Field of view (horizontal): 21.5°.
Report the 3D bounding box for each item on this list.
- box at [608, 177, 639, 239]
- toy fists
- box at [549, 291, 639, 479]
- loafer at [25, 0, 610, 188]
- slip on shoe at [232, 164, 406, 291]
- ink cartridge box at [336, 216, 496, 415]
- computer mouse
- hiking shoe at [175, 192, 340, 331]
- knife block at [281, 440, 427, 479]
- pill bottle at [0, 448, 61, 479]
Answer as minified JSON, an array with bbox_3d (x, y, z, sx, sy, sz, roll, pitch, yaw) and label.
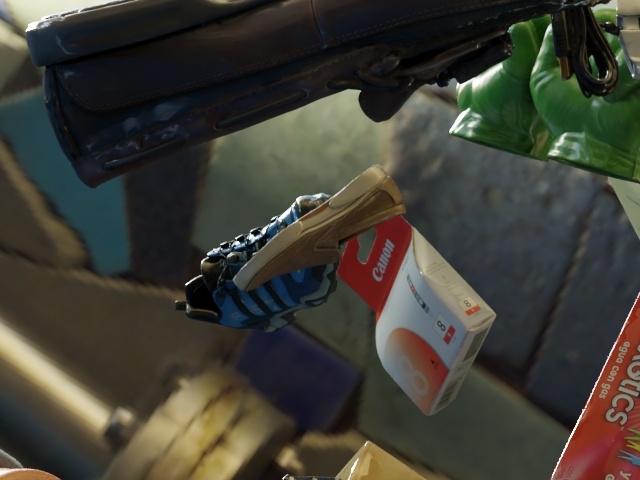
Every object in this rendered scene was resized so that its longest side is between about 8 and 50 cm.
[{"bbox_3d":[0.457,-0.003,1.927,0.243,0.117,0.213,58,175,-29],"label":"box"},{"bbox_3d":[0.211,-0.142,1.500,0.096,0.142,0.279,16,-178,-30],"label":"toy fists"},{"bbox_3d":[0.261,0.144,1.229,0.122,0.257,0.128,19,150,22],"label":"box"},{"bbox_3d":[0.003,-0.095,0.855,0.302,0.095,0.109,-9,-170,12],"label":"loafer"},{"bbox_3d":[0.000,0.000,1.212,0.041,0.135,0.051,53,172,2],"label":"slip on shoe"},{"bbox_3d":[0.075,0.057,1.587,0.045,0.145,0.179,-31,-115,-33],"label":"ink cartridge box"},{"bbox_3d":[0.213,-0.134,1.048,0.193,0.042,0.106,3,-107,-40],"label":"computer mouse"},{"bbox_3d":[-0.069,0.039,1.983,0.132,0.304,0.113,-2,-115,-22],"label":"hiking shoe"},{"bbox_3d":[0.052,0.350,1.854,0.275,0.088,0.242,34,-143,-3],"label":"knife block"},{"bbox_3d":[-0.230,0.173,0.903,0.130,0.245,0.130,14,-110,-46],"label":"pill bottle"}]
